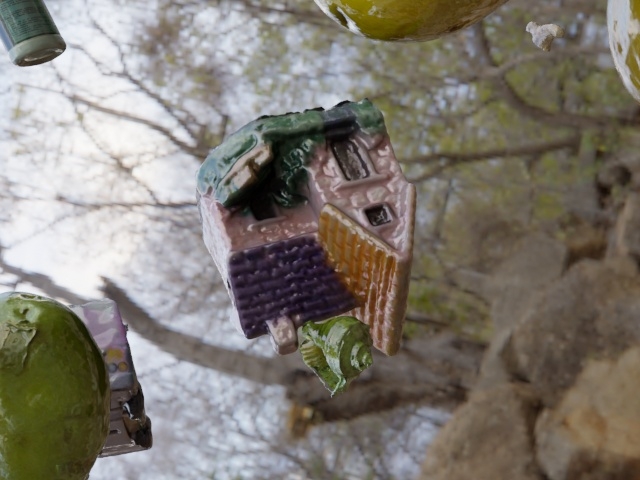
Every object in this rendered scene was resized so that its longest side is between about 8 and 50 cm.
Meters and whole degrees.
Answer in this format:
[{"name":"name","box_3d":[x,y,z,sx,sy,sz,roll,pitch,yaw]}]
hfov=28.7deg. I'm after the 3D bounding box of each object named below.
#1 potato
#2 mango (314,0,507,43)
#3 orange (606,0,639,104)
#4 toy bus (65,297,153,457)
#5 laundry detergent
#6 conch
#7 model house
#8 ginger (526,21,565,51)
[{"name":"potato","box_3d":[-0.291,0.166,1.202,0.148,0.186,0.253,-20,-52,-37]},{"name":"mango","box_3d":[0.150,-0.335,1.123,0.220,0.445,0.301,53,-131,-8]},{"name":"orange","box_3d":[0.410,-0.222,1.183,0.279,0.279,0.235,6,-108,-69]},{"name":"toy bus","box_3d":[-0.262,0.172,1.482,0.317,0.112,0.138,106,154,-66]},{"name":"laundry detergent","box_3d":[-0.454,-0.364,1.815,0.099,0.070,0.226,-24,-93,-50]},{"name":"conch","box_3d":[0.015,0.122,1.344,0.074,0.121,0.089,14,-90,-42]},{"name":"model house","box_3d":[0.000,0.000,1.436,0.202,0.236,0.237,100,151,-50]},{"name":"ginger","box_3d":[0.367,-0.333,2.058,0.030,0.097,0.048,-28,-67,-18]}]
